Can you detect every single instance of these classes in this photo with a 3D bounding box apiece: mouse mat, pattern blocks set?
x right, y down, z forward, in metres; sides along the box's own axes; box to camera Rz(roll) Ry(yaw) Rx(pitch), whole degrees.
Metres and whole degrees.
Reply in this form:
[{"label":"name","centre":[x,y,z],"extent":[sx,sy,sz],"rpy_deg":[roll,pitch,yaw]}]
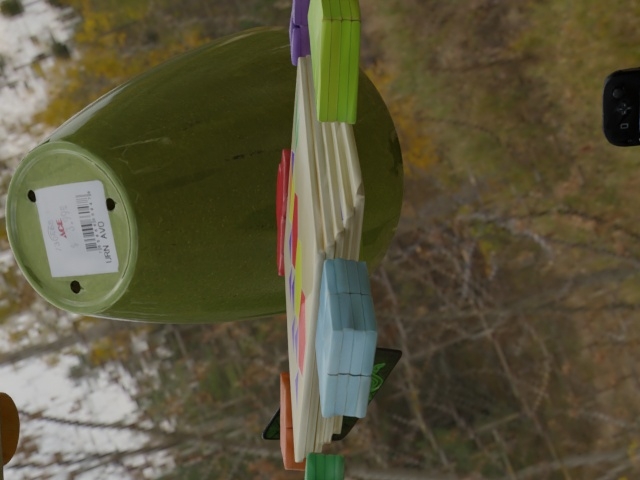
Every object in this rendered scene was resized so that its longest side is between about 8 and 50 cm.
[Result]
[{"label":"mouse mat","centre":[0.018,0.194,1.543],"extent":[0.007,0.152,0.190],"rpy_deg":[42,-164,31]},{"label":"pattern blocks set","centre":[0.000,0.000,0.619],"extent":[0.285,0.026,0.325],"rpy_deg":[97,173,-46]}]

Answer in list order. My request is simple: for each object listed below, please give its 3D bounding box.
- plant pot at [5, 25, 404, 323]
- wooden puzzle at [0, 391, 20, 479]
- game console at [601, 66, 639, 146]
[{"label":"plant pot","centre":[-0.116,-0.039,1.048],"extent":[0.293,0.275,0.274],"rpy_deg":[-20,-91,-57]},{"label":"wooden puzzle","centre":[-0.444,0.315,1.471],"extent":[0.080,0.348,0.322],"rpy_deg":[7,-111,-40]},{"label":"game console","centre":[0.536,-0.168,1.534],"extent":[0.044,0.361,0.213],"rpy_deg":[-87,-10,-68]}]
